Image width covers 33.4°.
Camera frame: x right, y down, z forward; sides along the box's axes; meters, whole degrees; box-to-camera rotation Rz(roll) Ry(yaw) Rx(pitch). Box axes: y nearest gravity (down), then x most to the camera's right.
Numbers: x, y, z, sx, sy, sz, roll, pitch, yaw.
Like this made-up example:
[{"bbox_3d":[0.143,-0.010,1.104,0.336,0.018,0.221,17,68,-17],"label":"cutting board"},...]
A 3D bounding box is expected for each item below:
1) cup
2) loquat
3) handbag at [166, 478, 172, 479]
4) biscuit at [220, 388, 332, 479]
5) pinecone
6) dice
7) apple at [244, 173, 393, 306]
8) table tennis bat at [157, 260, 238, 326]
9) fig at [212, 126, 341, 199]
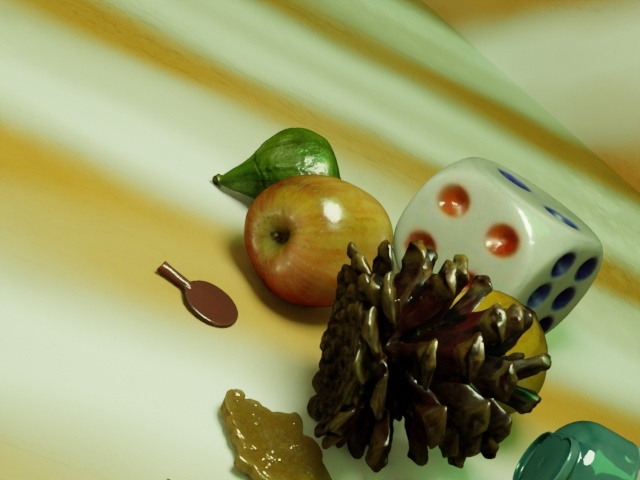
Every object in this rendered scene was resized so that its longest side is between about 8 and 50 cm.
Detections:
[{"bbox_3d":[0.446,0.423,1.706,0.257,0.219,0.289,35,-7,-2],"label":"cup"},{"bbox_3d":[0.279,0.197,1.854,0.235,0.235,0.235,26,29,-16],"label":"loquat"},{"bbox_3d":[-0.166,0.386,1.275,0.127,0.063,0.190,32,24,-6],"label":"handbag"},{"bbox_3d":[-0.056,0.311,1.529,0.250,0.035,0.162,46,35,22],"label":"biscuit"},{"bbox_3d":[0.173,0.182,1.605,0.384,0.384,0.384,26,29,-16],"label":"pinecone"},{"bbox_3d":[0.351,0.022,2.114,0.304,0.277,0.304,45,18,32],"label":"dice"},{"bbox_3d":[0.000,0.000,1.881,0.241,0.242,0.242,8,38,-50],"label":"apple"},{"bbox_3d":[-0.200,0.086,1.742,0.154,0.019,0.098,37,29,-1],"label":"table tennis bat"},{"bbox_3d":[-0.083,-0.108,2.043,0.235,0.203,0.203,-12,44,-12],"label":"fig"}]
